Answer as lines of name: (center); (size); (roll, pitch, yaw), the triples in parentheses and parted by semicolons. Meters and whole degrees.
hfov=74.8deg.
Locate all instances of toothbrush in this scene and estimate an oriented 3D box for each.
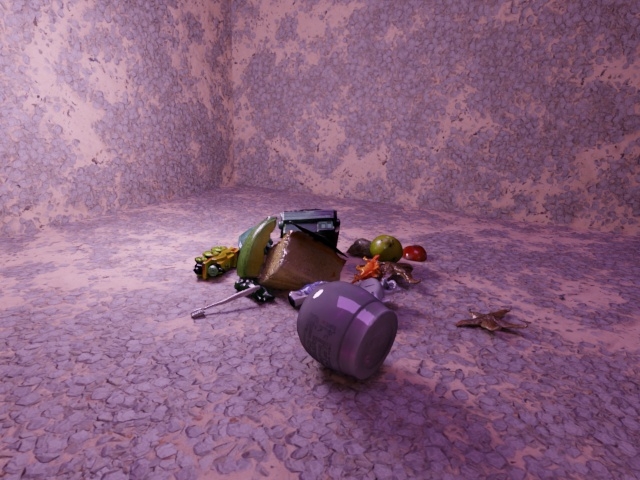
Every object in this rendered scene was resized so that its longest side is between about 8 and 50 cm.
toothbrush: (-0.378, 0.246, 1.703); (0.306, 0.025, 0.029); (-21, 35, -29)

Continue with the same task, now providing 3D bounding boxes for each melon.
melon: (-0.305, 0.024, 1.983); (0.124, 0.324, 0.196); (19, -5, -17)

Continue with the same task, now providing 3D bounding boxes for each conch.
conch: (0.252, 0.044, 2.387); (0.172, 0.106, 0.116); (19, -7, -8)

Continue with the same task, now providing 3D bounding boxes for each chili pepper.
chili pepper: (-0.286, 0.216, 1.830); (0.224, 0.061, 0.097); (16, 21, 40)

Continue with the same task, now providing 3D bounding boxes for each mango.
mango: (0.351, 0.057, 2.218); (0.175, 0.143, 0.293); (11, -10, 12)

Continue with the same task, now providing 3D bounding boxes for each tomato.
tomato: (0.540, 0.064, 2.412); (0.155, 0.070, 0.156); (1, 17, 0)

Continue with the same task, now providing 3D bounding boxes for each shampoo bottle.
shampoo bottle: (0.085, 0.278, 1.329); (0.266, 0.274, 0.272); (22, 26, 34)

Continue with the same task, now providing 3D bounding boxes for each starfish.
starfish: (0.689, 0.320, 1.659); (0.294, 0.048, 0.231); (-4, 8, -27)
starfish: (0.343, 0.154, 2.062); (0.326, 0.095, 0.375); (-10, 16, -29)

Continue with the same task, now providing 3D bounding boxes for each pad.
pad: (0.000, -0.001, 1.917); (0.202, 0.005, 0.299); (25, -7, 31)

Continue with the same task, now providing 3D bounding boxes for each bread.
bread: (-0.096, 0.132, 1.937); (0.315, 0.249, 0.278); (35, -40, -27)

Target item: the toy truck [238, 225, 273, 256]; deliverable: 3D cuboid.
toy truck: (-0.344, 0.021, 2.200); (0.154, 0.156, 0.279); (-33, 20, 2)

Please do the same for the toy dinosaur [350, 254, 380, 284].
toy dinosaur: (0.220, 0.152, 1.966); (0.117, 0.071, 0.288); (1, 32, 41)

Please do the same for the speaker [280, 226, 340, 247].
speaker: (-0.061, 0.014, 2.313); (0.328, 0.260, 0.198); (4, -27, -6)

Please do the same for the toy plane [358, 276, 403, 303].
toy plane: (0.219, 0.234, 1.750); (0.251, 0.118, 0.252); (-16, 17, 5)

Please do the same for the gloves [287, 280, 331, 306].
gloves: (-0.024, 0.224, 1.765); (0.228, 0.097, 0.119); (-5, -18, -15)

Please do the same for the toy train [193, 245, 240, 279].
toy train: (-0.510, 0.106, 2.081); (0.160, 0.101, 0.296); (8, 18, 12)

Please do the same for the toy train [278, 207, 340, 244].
toy train: (-0.058, -0.066, 2.171); (0.329, 0.139, 0.178); (-3, 44, 0)

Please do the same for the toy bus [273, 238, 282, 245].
toy bus: (-0.210, 0.047, 2.347); (0.079, 0.077, 0.174); (7, 18, 15)
